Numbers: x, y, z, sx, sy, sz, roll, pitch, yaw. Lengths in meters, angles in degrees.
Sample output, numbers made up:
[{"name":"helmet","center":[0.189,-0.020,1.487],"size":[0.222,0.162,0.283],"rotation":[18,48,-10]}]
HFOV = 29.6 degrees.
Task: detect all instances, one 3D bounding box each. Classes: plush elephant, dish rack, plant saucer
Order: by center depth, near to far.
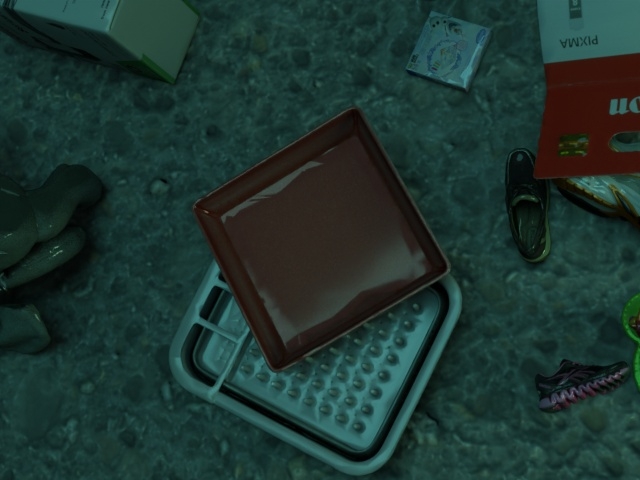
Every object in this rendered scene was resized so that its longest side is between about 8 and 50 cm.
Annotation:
[{"name":"plant saucer","center":[0.000,0.000,1.531],"size":[0.258,0.048,0.259],"rotation":[-31,70,7]},{"name":"dish rack","center":[-0.003,0.120,1.564],"size":[0.333,0.072,0.285],"rotation":[25,84,22]},{"name":"plush elephant","center":[-0.480,0.028,1.669],"size":[0.255,0.272,0.330],"rotation":[-54,24,37]}]

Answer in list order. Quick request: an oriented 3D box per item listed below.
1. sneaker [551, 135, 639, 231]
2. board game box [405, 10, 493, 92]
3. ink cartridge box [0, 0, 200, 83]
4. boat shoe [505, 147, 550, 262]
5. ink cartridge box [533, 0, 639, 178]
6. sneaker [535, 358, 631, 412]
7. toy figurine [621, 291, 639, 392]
[{"name":"sneaker","center":[0.415,-0.063,1.463],"size":[0.262,0.099,0.121],"rotation":[32,83,21]},{"name":"board game box","center":[0.173,-0.254,1.628],"size":[0.090,0.020,0.090],"rotation":[22,84,22]},{"name":"ink cartridge box","center":[-0.351,-0.338,1.720],"size":[0.289,0.211,0.121],"rotation":[17,84,22]},{"name":"boat shoe","center":[0.262,-0.050,1.531],"size":[0.056,0.049,0.152],"rotation":[-13,73,15]},{"name":"ink cartridge box","center":[0.407,-0.268,1.451],"size":[0.308,0.091,0.384],"rotation":[-2,64,31]},{"name":"sneaker","center":[0.314,0.164,1.467],"size":[0.119,0.047,0.057],"rotation":[-22,59,10]},{"name":"toy figurine","center":[0.405,0.116,1.384],"size":[0.130,0.159,0.173],"rotation":[-34,68,7]}]
